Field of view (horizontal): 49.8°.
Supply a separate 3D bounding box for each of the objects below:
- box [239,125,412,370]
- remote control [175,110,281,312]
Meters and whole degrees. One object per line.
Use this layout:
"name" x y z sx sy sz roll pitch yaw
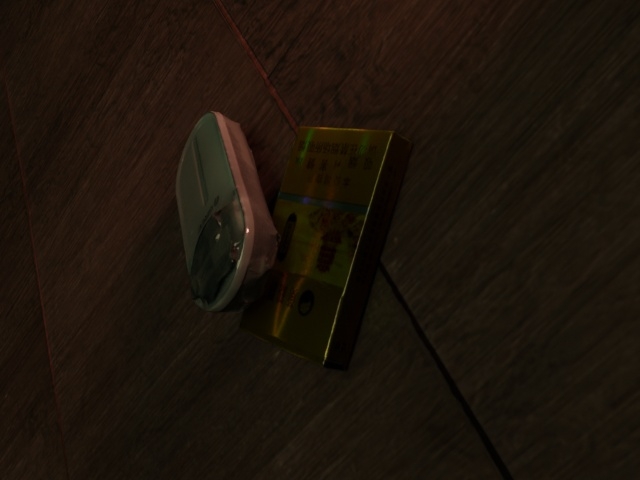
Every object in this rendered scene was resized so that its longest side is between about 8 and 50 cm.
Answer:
"box" 0.000 0.000 0.588 0.121 0.030 0.193 13 85 49
"remote control" -0.094 -0.033 0.656 0.104 0.052 0.247 -54 35 29
